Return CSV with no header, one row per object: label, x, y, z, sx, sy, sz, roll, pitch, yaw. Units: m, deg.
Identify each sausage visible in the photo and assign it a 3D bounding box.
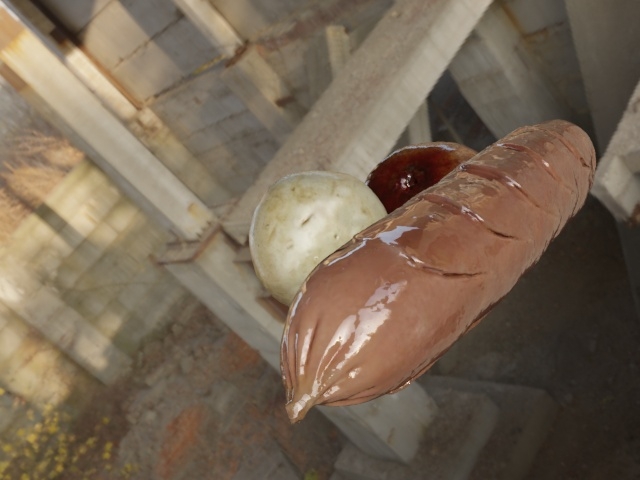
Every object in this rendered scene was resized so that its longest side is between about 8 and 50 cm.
sausage,0.102,-0.011,0.464,0.088,0.088,0.433,-26,4,37

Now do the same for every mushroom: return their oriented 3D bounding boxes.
mushroom,0.000,0.000,0.834,0.166,0.166,0.127,-52,15,-17

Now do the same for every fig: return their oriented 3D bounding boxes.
fig,0.174,-0.040,1.166,0.235,0.214,0.235,-2,60,3
